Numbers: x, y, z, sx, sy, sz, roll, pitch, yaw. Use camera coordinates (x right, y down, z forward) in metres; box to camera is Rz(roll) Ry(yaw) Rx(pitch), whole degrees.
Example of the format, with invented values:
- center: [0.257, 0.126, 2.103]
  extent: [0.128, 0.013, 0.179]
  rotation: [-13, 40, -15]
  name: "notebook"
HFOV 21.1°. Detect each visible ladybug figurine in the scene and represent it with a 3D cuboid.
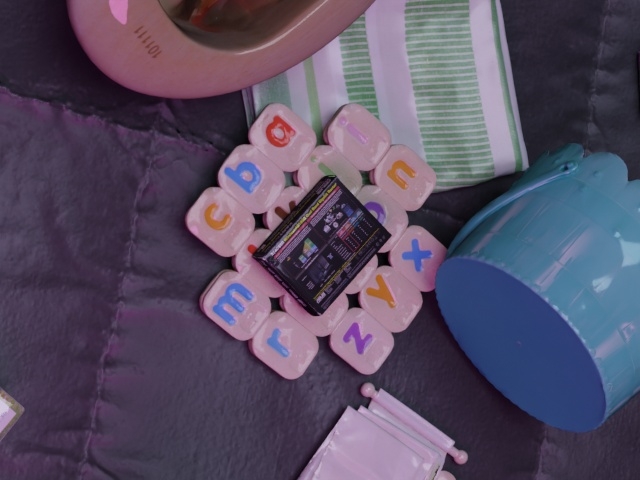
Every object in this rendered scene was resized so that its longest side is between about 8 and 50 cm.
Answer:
- center: [-0.069, -0.338, 1.733]
  extent: [0.449, 0.162, 0.305]
  rotation: [-38, 124, -3]
  name: "ladybug figurine"

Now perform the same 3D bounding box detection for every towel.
- center: [0.070, -0.167, 1.902]
  extent: [0.325, 0.038, 0.248]
  rotation: [-9, 88, -23]
  name: "towel"

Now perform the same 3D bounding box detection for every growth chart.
- center: [0.045, 0.275, 1.847]
  extent: [0.172, 0.021, 0.237]
  rotation: [45, 70, -12]
  name: "growth chart"

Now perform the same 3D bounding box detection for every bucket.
- center: [0.268, 0.057, 1.835]
  extent: [0.183, 0.281, 0.281]
  rotation: [-40, 99, -23]
  name: "bucket"

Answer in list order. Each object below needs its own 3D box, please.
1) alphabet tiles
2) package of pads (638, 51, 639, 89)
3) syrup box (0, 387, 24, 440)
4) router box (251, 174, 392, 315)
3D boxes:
- center: [0.000, 0.000, 1.840]
  extent: [0.278, 0.021, 0.284]
  rotation: [40, 78, -19]
  name: "alphabet tiles"
- center: [0.403, -0.190, 2.036]
  extent: [0.032, 0.050, 0.083]
  rotation: [2, 83, -22]
  name: "package of pads"
- center: [-0.407, 0.123, 1.635]
  extent: [0.237, 0.096, 0.093]
  rotation: [43, 68, -12]
  name: "syrup box"
- center: [0.002, 0.005, 1.808]
  extent: [0.092, 0.038, 0.122]
  rotation: [47, 75, -18]
  name: "router box"
